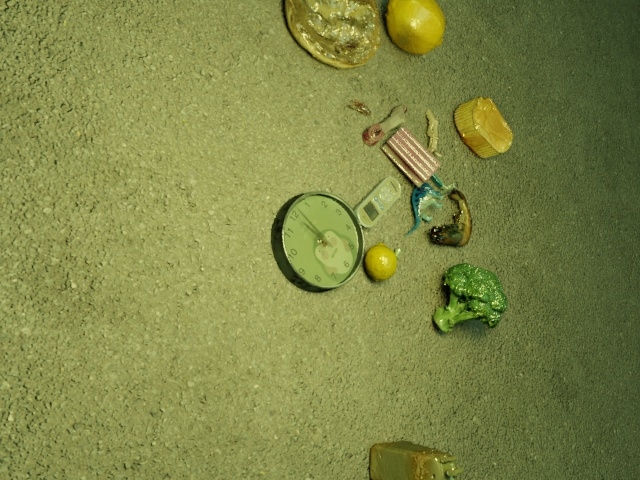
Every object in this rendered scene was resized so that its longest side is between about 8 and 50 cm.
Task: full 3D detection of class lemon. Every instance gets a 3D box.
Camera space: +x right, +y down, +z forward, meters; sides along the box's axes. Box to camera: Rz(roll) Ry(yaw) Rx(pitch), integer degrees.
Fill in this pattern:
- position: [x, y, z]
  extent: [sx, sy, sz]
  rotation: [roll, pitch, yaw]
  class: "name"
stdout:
- position: [0.348, -0.802, 1.954]
  extent: [0.260, 0.204, 0.204]
  rotation: [34, 64, -22]
  class: "lemon"
- position: [0.198, 0.070, 1.739]
  extent: [0.109, 0.109, 0.133]
  rotation: [10, 82, -32]
  class: "lemon"

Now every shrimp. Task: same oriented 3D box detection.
- position: [0.138, -0.468, 1.850]
  extent: [0.092, 0.029, 0.038]
  rotation: [16, 73, -27]
  class: "shrimp"
- position: [0.490, -0.084, 1.966]
  extent: [0.290, 0.054, 0.222]
  rotation: [-6, 95, -47]
  class: "shrimp"

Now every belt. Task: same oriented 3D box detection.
- position: [0.237, -0.410, 1.892]
  extent: [0.232, 0.053, 0.071]
  rotation: [-42, 97, -32]
  class: "belt"

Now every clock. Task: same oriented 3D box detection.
- position: [-0.001, 0.001, 1.646]
  extent: [0.318, 0.066, 0.319]
  rotation: [7, 77, -32]
  class: "clock"

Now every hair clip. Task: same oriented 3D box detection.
- position: [0.431, -0.405, 2.011]
  extent: [0.034, 0.072, 0.226]
  rotation: [13, 73, -35]
  class: "hair clip"

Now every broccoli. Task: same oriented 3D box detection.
- position: [0.519, 0.215, 1.869]
  extent: [0.270, 0.270, 0.270]
  rotation: [-44, 109, 5]
  class: "broccoli"

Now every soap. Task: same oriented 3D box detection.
- position: [0.325, -0.300, 1.894]
  extent: [0.203, 0.065, 0.122]
  rotation: [47, 58, -1]
  class: "soap"

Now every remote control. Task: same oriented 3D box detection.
- position: [0.194, -0.131, 1.814]
  extent: [0.244, 0.047, 0.087]
  rotation: [-45, 110, -32]
  class: "remote control"

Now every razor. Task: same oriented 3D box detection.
- position: [0.420, -0.258, 1.987]
  extent: [0.191, 0.068, 0.037]
  rotation: [49, 49, -9]
  class: "razor"

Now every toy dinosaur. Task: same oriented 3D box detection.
- position: [0.386, -0.151, 1.930]
  extent: [0.144, 0.076, 0.329]
  rotation: [16, 67, -20]
  class: "toy dinosaur"

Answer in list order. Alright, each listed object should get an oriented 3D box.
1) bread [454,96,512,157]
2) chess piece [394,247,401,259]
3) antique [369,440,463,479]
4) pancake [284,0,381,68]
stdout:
- position: [0.650, -0.452, 2.130]
  extent: [0.250, 0.133, 0.179]
  rotation: [41, 62, -20]
  class: "bread"
- position: [0.253, 0.063, 1.822]
  extent: [0.042, 0.042, 0.093]
  rotation: [45, 55, -19]
  class: "chess piece"
- position: [0.290, 0.684, 1.577]
  extent: [0.150, 0.284, 0.125]
  rotation: [8, 77, -34]
  class: "antique"
- position: [0.045, -0.763, 1.811]
  extent: [0.386, 0.082, 0.387]
  rotation: [6, 78, -29]
  class: "pancake"
